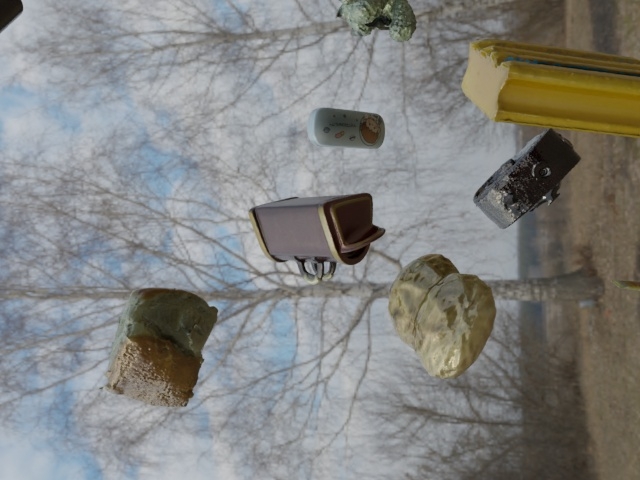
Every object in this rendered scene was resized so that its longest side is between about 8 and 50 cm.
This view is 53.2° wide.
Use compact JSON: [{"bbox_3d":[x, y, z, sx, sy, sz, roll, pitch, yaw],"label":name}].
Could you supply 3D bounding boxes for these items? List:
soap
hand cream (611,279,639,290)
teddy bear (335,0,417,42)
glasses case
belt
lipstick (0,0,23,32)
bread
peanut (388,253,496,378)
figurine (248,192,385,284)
[{"bbox_3d":[0.414,-0.250,1.053,0.204,0.324,0.096,-98,15,-60],"label":"soap"},{"bbox_3d":[0.705,0.102,1.441,0.035,0.102,0.022,-120,42,-56],"label":"hand cream"},{"bbox_3d":[0.097,-0.426,1.149,0.111,0.133,0.213,-62,21,10],"label":"teddy bear"},{"bbox_3d":[0.050,-0.202,1.163,0.178,0.045,0.068,-4,-82,-41],"label":"glasses case"},{"bbox_3d":[0.555,-0.156,1.705,0.164,0.289,0.184,44,-148,1],"label":"belt"},{"bbox_3d":[-0.712,-0.413,1.284,0.081,0.081,0.300,72,-149,-43],"label":"lipstick"},{"bbox_3d":[-0.403,0.264,1.642,0.279,0.250,0.225,-58,23,34],"label":"bread"},{"bbox_3d":[0.211,0.131,1.162,0.233,0.110,0.197,45,116,57],"label":"peanut"},{"bbox_3d":[0.001,0.000,0.700,0.082,0.154,0.098,-13,-78,-47],"label":"figurine"}]
